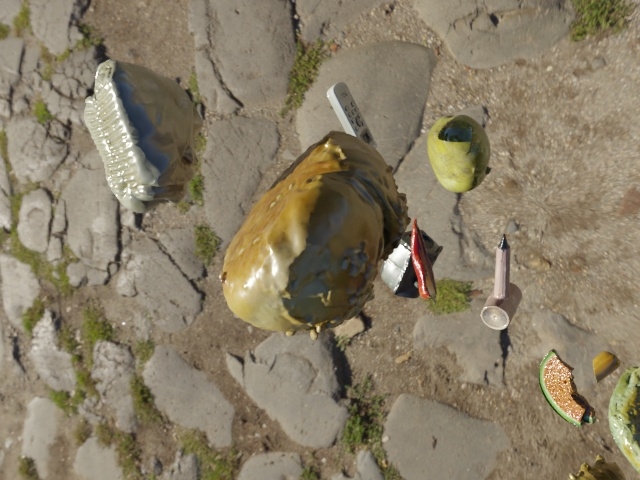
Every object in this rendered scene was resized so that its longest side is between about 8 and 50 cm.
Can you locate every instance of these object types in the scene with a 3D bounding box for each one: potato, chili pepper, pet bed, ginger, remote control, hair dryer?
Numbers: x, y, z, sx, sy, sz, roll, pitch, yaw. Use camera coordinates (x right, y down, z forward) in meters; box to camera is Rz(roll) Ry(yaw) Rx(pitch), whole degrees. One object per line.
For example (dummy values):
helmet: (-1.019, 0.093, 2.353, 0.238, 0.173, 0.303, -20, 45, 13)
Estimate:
potato: (0.384, -0.242, 1.328, 0.148, 0.197, 0.228, -34, 119, 0)
chili pepper: (0.199, 0.042, 0.951, 0.027, 0.045, 0.178, -14, 86, 39)
pet bed: (0.335, 0.087, 1.727, 0.159, 0.183, 0.211, 44, 127, 35)
ginger: (0.656, 0.583, 1.145, 0.205, 0.081, 0.115, 6, 98, -8)
remote control: (0.079, -0.296, 1.185, 0.029, 0.087, 0.190, -20, 108, 33)
hair dryer: (0.647, 0.125, 1.692, 0.107, 0.189, 0.344, 12, 123, 33)

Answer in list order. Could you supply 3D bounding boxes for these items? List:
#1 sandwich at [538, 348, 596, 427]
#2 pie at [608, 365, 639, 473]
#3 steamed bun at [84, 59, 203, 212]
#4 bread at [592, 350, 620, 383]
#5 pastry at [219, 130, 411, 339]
sandwich: (0.413, 0.250, 0.822, 0.067, 0.029, 0.135, -25, 84, 48)
pie: (0.788, 0.403, 1.048, 0.302, 0.067, 0.302, -5, 62, 9)
steamed bun: (-0.254, -0.160, 0.730, 0.211, 0.144, 0.218, 2, 114, 52)
bread: (0.846, 0.377, 1.451, 0.103, 0.049, 0.062, -34, 36, -6)
pastry: (0.000, 0.000, 0.686, 0.184, 0.315, 0.284, 40, 127, -17)
